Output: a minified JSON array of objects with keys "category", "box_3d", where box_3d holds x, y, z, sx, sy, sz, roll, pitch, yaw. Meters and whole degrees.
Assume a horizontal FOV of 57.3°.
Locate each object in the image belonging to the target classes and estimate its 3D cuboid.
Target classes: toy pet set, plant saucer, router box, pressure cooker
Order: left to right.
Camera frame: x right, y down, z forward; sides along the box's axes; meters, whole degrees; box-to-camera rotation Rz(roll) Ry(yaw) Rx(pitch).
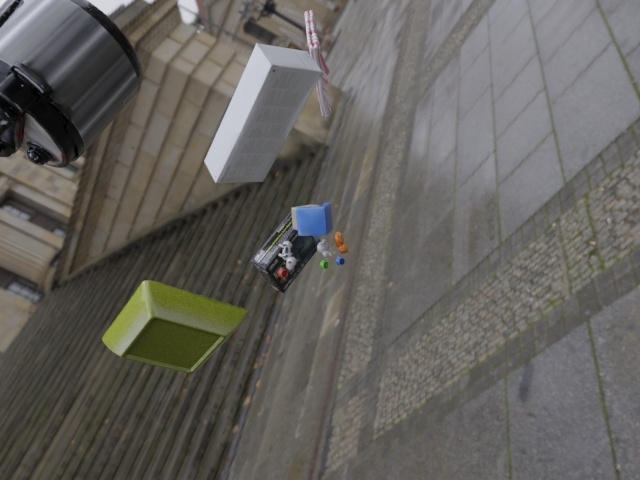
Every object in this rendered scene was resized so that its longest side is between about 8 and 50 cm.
[{"category":"pressure cooker","box_3d":[-0.720,-0.395,1.520,0.420,0.376,0.369,-59,-22,-23]},{"category":"plant saucer","box_3d":[-0.244,0.160,0.981,0.188,0.189,0.045,-46,35,34]},{"category":"router box","box_3d":[-0.057,0.020,1.036,0.122,0.038,0.092,-53,-34,-16]},{"category":"toy pet set","box_3d":[0.000,0.000,0.893,0.065,0.122,0.114,17,114,56]}]

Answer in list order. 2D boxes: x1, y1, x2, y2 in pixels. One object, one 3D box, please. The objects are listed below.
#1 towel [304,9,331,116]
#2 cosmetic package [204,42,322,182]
[{"category":"towel","box_3d":[-0.002,-0.351,1.150,0.197,0.029,0.144,-95,-7,-49]},{"category":"cosmetic package","box_3d":[-0.099,-0.197,0.945,0.060,0.099,0.239,58,133,26]}]
